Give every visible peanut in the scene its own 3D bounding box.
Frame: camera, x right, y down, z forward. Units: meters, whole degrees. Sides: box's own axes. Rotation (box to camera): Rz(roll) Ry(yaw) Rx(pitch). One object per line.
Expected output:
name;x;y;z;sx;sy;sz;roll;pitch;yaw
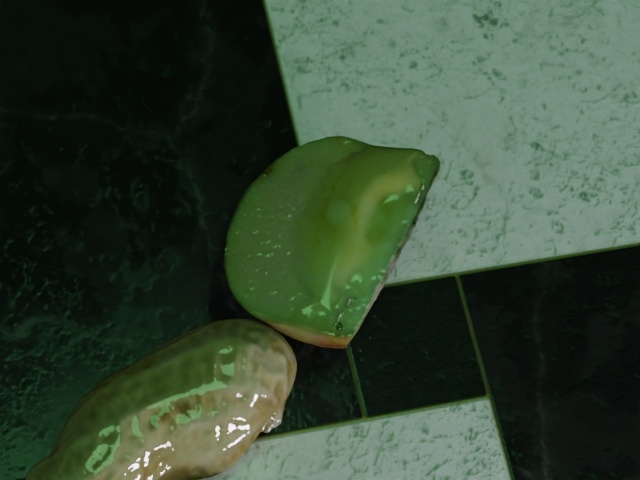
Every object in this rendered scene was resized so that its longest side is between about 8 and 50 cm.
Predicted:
peanut;-0.167;0.196;1.750;0.325;0.140;0.153;-37;97;-20

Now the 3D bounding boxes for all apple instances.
apple;0.000;0.000;1.871;0.193;0.120;0.265;22;63;11
